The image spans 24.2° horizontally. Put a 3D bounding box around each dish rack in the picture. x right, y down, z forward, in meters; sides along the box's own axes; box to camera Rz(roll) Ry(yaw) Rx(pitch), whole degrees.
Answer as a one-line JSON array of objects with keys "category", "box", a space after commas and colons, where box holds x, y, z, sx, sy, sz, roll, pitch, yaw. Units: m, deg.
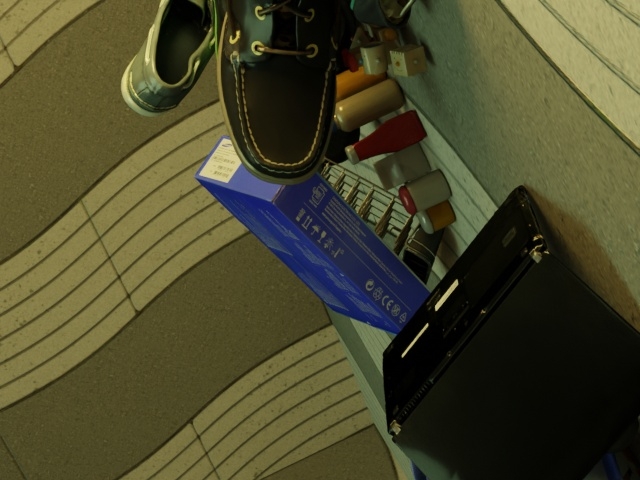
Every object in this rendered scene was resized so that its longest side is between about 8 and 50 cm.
[{"category": "dish rack", "box": [0.044, -0.039, 2.043, 0.272, 0.074, 0.208, 30, 166, 7]}]

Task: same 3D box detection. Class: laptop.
[{"category": "laptop", "box": [0.179, 0.112, 1.386, 0.137, 0.234, 0.264, 34, -163, -12]}]

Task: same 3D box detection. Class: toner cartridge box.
[{"category": "toner cartridge box", "box": [0.000, 0.000, 1.973, 0.165, 0.075, 0.348, 21, 162, 46]}]

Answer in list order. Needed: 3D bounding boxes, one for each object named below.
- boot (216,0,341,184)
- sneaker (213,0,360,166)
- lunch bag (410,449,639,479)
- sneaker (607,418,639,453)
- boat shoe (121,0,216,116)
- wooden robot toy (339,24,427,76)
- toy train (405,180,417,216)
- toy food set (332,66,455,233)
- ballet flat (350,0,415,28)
[{"category": "boot", "box": [-0.031, -0.265, 1.576, 0.284, 0.138, 0.377, 125, 151, -80]}, {"category": "sneaker", "box": [-0.046, -0.255, 1.954, 0.482, 0.185, 0.202, 69, 177, -46]}, {"category": "lunch bag", "box": [0.245, 0.323, 1.555, 0.385, 0.239, 0.327, -83, -29, -66]}, {"category": "sneaker", "box": [0.257, 0.126, 1.445, 0.098, 0.083, 0.223, 38, -163, -42]}, {"category": "boat shoe", "box": [-0.165, -0.313, 2.047, 0.116, 0.319, 0.099, 33, 157, -14]}, {"category": "wooden robot toy", "box": [0.060, -0.232, 1.655, 0.173, 0.076, 0.079, -128, 25, -66]}, {"category": "toy train", "box": [0.124, -0.068, 2.036, 0.083, 0.017, 0.023, 64, 164, 9]}, {"category": "toy food set", "box": [0.075, -0.106, 1.854, 0.111, 0.105, 0.232, 167, 78, -85]}, {"category": "ballet flat", "box": [0.070, -0.268, 1.439, 0.203, 0.074, 0.074, 91, 154, -65]}]
